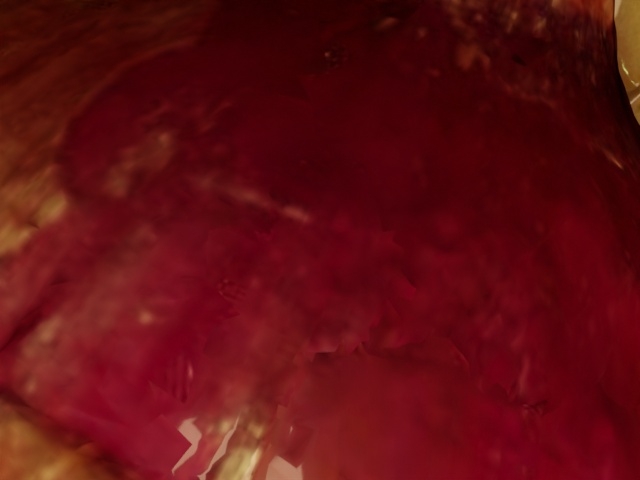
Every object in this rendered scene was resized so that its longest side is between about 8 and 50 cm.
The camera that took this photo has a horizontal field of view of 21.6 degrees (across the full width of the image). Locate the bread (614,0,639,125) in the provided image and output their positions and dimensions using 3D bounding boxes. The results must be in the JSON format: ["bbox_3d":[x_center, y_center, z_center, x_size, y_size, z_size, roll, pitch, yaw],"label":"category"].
[{"bbox_3d":[0.169,-0.140,0.637,0.192,0.110,0.210,0,114,-14],"label":"bread"}]

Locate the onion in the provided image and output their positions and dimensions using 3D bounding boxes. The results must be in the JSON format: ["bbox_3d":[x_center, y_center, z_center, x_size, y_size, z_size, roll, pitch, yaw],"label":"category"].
[{"bbox_3d":[0.000,0.000,0.523,0.347,0.348,0.385,27,110,-17],"label":"onion"}]
